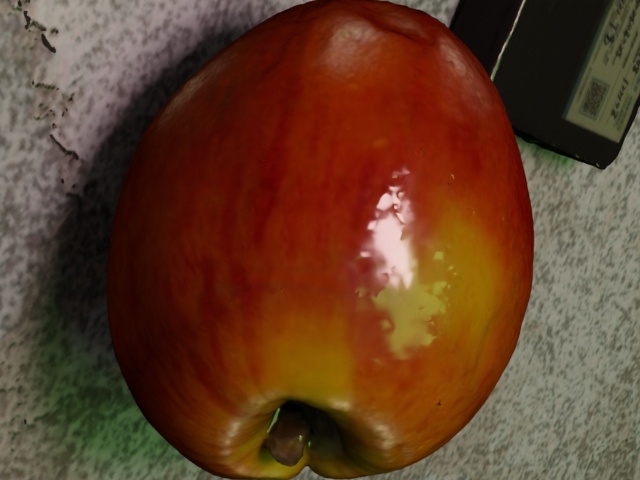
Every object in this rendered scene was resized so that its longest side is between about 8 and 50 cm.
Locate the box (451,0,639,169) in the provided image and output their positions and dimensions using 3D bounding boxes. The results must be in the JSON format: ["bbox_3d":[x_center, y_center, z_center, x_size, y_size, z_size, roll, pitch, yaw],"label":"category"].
[{"bbox_3d":[0.215,-0.236,1.219,0.211,0.058,0.350,19,95,-53],"label":"box"}]

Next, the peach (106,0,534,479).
[{"bbox_3d":[0.000,0.000,0.962,0.281,0.238,0.281,-174,-90,-88],"label":"peach"}]
